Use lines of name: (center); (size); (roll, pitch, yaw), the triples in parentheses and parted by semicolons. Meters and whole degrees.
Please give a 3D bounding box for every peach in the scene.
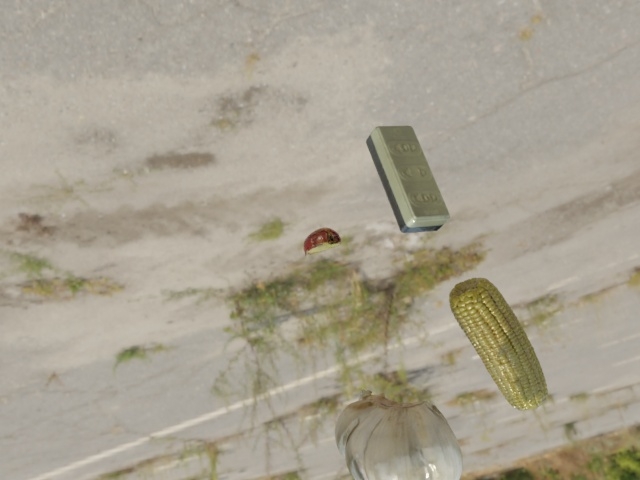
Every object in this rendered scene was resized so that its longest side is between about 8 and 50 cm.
peach: (0.000, 0.000, 1.741); (0.077, 0.050, 0.083); (-8, 163, -41)

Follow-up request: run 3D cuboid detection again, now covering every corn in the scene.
corn: (0.428, 0.246, 1.884); (0.131, 0.345, 0.131); (-30, -168, 7)

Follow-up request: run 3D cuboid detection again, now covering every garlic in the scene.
garlic: (0.140, 0.411, 1.501); (0.281, 0.203, 0.184); (-4, -164, 35)

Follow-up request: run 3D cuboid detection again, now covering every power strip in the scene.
power strip: (0.186, -0.141, 1.726); (0.105, 0.257, 0.070); (-5, 152, -31)
